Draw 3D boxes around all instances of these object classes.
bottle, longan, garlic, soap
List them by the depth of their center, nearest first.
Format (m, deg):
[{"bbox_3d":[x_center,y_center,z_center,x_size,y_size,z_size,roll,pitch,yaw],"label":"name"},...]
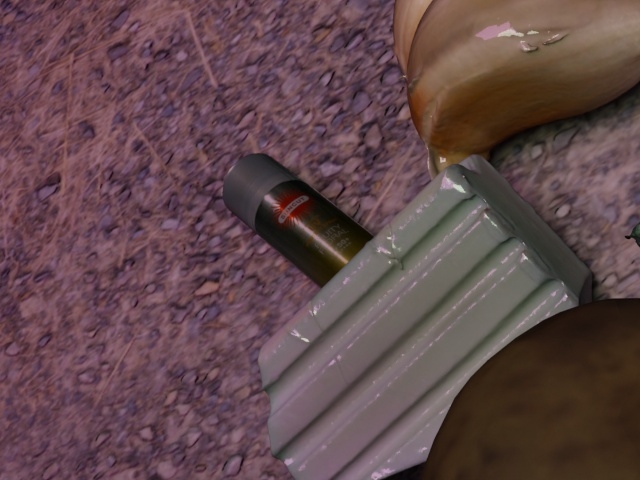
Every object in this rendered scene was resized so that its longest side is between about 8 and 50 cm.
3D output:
[{"bbox_3d":[0.261,0.256,1.681,0.404,0.336,0.404,-17,68,51],"label":"longan"},{"bbox_3d":[0.093,0.105,1.976,0.208,0.115,0.347,47,109,6],"label":"soap"},{"bbox_3d":[0.203,-0.216,2.007,0.313,0.286,0.249,-38,99,31],"label":"garlic"},{"bbox_3d":[0.000,0.000,2.161,0.286,0.082,0.082,39,101,41],"label":"bottle"}]

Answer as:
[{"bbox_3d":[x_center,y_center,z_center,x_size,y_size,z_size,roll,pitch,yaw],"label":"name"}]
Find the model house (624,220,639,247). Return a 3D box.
[{"bbox_3d":[0.390,-0.029,1.832,0.148,0.119,0.149,20,81,42],"label":"model house"}]
